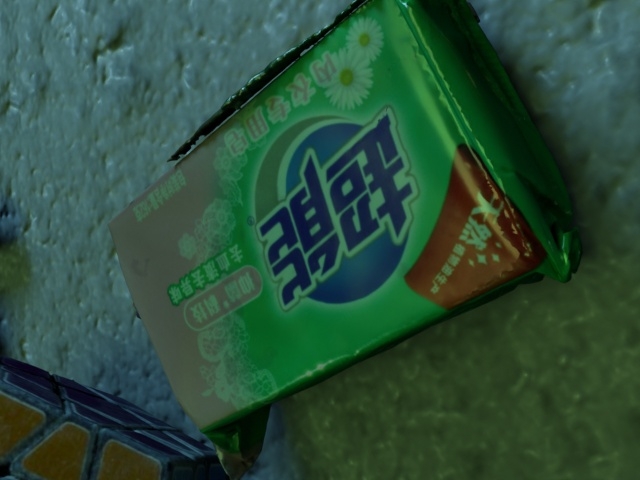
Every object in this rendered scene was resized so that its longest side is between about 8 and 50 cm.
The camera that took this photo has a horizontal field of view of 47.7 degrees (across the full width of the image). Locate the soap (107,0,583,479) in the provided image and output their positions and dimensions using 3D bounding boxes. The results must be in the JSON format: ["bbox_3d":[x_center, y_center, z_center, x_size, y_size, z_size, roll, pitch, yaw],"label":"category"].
[{"bbox_3d":[0.001,-0.001,0.427,0.273,0.098,0.218,-32,83,35],"label":"soap"}]

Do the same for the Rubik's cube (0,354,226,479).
[{"bbox_3d":[-0.207,0.235,0.489,0.264,0.319,0.319,-4,92,8],"label":"Rubik's cube"}]
